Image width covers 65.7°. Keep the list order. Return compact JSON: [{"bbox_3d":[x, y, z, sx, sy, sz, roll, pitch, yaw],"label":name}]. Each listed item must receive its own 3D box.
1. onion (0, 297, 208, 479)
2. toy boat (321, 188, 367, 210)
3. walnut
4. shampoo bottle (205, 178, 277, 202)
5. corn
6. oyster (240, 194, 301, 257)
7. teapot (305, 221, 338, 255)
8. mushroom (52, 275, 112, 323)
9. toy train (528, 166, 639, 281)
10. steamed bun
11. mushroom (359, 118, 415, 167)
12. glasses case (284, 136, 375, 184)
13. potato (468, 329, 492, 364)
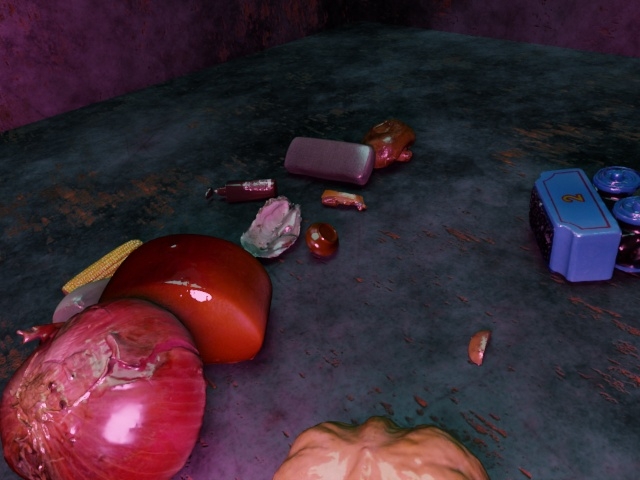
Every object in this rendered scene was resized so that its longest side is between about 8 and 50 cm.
[{"bbox_3d":[-0.368,0.265,0.850,0.353,0.354,0.354,-5,35,4],"label":"onion"},{"bbox_3d":[0.074,-0.124,1.548,0.149,0.049,0.047,12,-3,19],"label":"toy boat"},{"bbox_3d":[0.081,0.373,0.653,0.282,0.277,0.253,9,32,40],"label":"walnut"},{"bbox_3d":[-0.263,-0.166,1.652,0.236,0.067,0.068,-2,26,8],"label":"shampoo bottle"},{"bbox_3d":[-0.574,0.086,1.338,0.081,0.081,0.248,16,41,29],"label":"corn"},{"bbox_3d":[-0.137,-0.042,1.431,0.199,0.087,0.252,-5,41,-13],"label":"oyster"},{"bbox_3d":[0.000,0.000,1.367,0.098,0.078,0.129,40,32,-4],"label":"teapot"},{"bbox_3d":[-0.556,0.148,1.237,0.093,0.116,0.225,-32,17,32],"label":"mushroom"},{"bbox_3d":[0.662,-0.052,1.221,0.264,0.188,0.300,-5,36,11],"label":"toy train"},{"bbox_3d":[-0.302,0.126,1.087,0.379,0.248,0.235,-1,36,7],"label":"steamed bun"},{"bbox_3d":[0.226,-0.347,1.750,0.194,0.138,0.231,12,39,26],"label":"mushroom"},{"bbox_3d":[0.029,-0.277,1.699,0.323,0.074,0.131,14,77,29],"label":"glasses case"},{"bbox_3d":[0.330,0.210,1.032,0.037,0.036,0.093,16,42,25],"label":"potato"}]
